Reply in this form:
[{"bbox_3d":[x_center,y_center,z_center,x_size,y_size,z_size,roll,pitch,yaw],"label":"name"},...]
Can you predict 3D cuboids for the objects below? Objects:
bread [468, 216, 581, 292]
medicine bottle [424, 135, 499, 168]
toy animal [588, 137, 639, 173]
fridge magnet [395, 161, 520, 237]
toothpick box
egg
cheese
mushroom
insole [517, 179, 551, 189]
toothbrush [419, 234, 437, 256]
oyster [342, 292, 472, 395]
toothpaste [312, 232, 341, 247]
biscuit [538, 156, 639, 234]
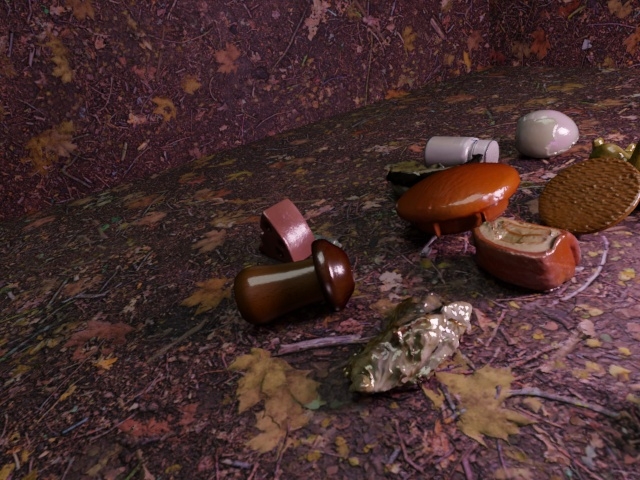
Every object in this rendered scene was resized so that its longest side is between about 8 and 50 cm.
[{"bbox_3d":[0.489,0.027,1.053,0.244,0.123,0.190,15,40,44],"label":"bread"},{"bbox_3d":[0.552,-0.337,1.672,0.258,0.144,0.143,14,38,43],"label":"medicine bottle"},{"bbox_3d":[0.926,-0.181,1.166,0.181,0.181,0.363,11,14,-24],"label":"toy animal"},{"bbox_3d":[0.406,-0.132,1.273,0.363,0.155,0.364,-20,19,7],"label":"fridge magnet"},{"bbox_3d":[-0.060,0.111,1.086,0.294,0.192,0.192,-16,27,9],"label":"toothpick box"},{"bbox_3d":[0.864,-0.405,1.619,0.217,0.183,0.183,10,36,32],"label":"egg"},{"bbox_3d":[-0.123,-0.041,1.390,0.128,0.177,0.202,-33,34,-32],"label":"cheese"},{"bbox_3d":[0.422,-0.225,1.557,0.344,0.130,0.247,-9,12,5],"label":"mushroom"},{"bbox_3d":[0.719,-0.193,1.477,0.193,0.006,0.065,-2,30,22],"label":"insole"},{"bbox_3d":[0.369,-0.029,1.316,0.024,0.021,0.288,11,36,30],"label":"toothbrush"},{"bbox_3d":[0.190,0.196,0.896,0.201,0.107,0.354,7,34,40],"label":"oyster"},{"bbox_3d":[0.000,0.000,1.420,0.048,0.029,0.197,-32,30,-32],"label":"toothpaste"},{"bbox_3d":[0.744,-0.122,1.183,0.262,0.037,0.262,-35,35,29],"label":"biscuit"}]
